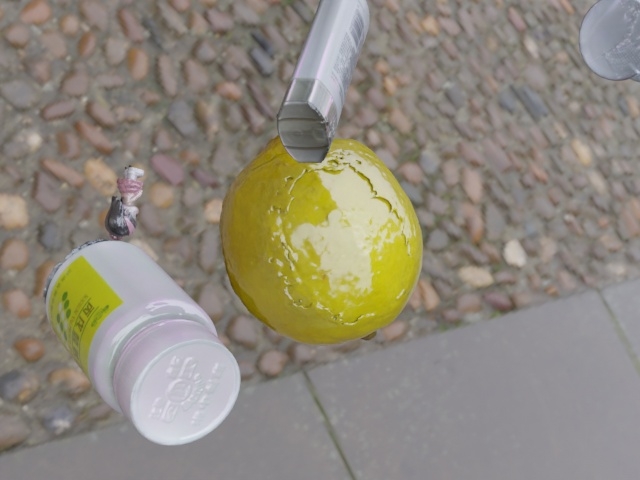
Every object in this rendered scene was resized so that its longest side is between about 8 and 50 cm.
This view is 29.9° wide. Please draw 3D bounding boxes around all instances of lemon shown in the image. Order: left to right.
[{"bbox_3d":[0.000,0.000,1.671,0.297,0.297,0.297,26,46,-31],"label":"lemon"}]

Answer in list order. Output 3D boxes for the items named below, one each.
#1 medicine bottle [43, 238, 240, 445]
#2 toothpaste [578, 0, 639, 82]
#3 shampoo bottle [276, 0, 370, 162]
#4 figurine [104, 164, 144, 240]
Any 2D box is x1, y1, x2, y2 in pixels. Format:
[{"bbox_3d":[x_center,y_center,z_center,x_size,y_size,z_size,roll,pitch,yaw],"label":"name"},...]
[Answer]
[{"bbox_3d":[-0.292,0.160,1.946,0.214,0.213,0.379,18,11,-37],"label":"medicine bottle"},{"bbox_3d":[0.317,-0.175,1.017,0.299,0.114,0.073,-13,71,-50],"label":"toothpaste"},{"bbox_3d":[0.006,-0.184,1.283,0.227,0.056,0.086,-74,158,-43],"label":"shampoo bottle"},{"bbox_3d":[-0.343,-0.065,2.083,0.054,0.072,0.129,13,79,-29],"label":"figurine"}]
